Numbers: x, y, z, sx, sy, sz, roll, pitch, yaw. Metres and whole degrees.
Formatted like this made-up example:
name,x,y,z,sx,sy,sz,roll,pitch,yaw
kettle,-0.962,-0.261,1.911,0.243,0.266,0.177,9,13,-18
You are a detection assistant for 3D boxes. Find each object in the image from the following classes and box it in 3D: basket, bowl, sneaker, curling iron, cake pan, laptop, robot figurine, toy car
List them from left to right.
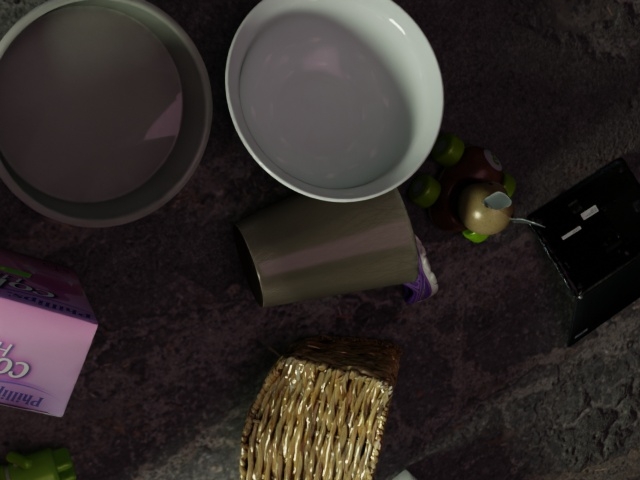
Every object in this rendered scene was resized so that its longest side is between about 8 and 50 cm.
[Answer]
name,x,y,z,sx,sy,sz,roll,pitch,yaw
robot figurine,-0.399,0.329,1.036,0.115,0.067,0.101,-17,121,-19
curling iron,-0.336,-0.193,0.952,0.068,0.035,0.274,23,93,-27
cake pan,-0.277,-0.163,0.946,0.293,0.054,0.293,-14,115,-32
basket,-0.005,0.304,1.194,0.213,0.223,0.299,12,99,7
basket,0.000,0.000,1.091,0.227,0.154,0.204,-18,87,-14
bowl,0.009,-0.190,1.031,0.298,0.134,0.298,2,83,-13
sneaker,0.133,0.034,1.205,0.071,0.068,0.170,-31,114,-8
toy car,0.260,-0.068,1.166,0.155,0.188,0.149,30,90,-27
laptop,0.512,0.025,1.402,0.234,0.136,0.264,-31,88,-15

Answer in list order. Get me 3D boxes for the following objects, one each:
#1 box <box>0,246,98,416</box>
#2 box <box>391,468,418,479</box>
name,x,y,z,sx,sy,sz,roll,pitch,yaw
box,-0.397,0.083,0.878,0.213,0.243,0.117,21,94,-26
box,0.156,0.517,1.320,0.130,0.091,0.170,-35,114,-13
